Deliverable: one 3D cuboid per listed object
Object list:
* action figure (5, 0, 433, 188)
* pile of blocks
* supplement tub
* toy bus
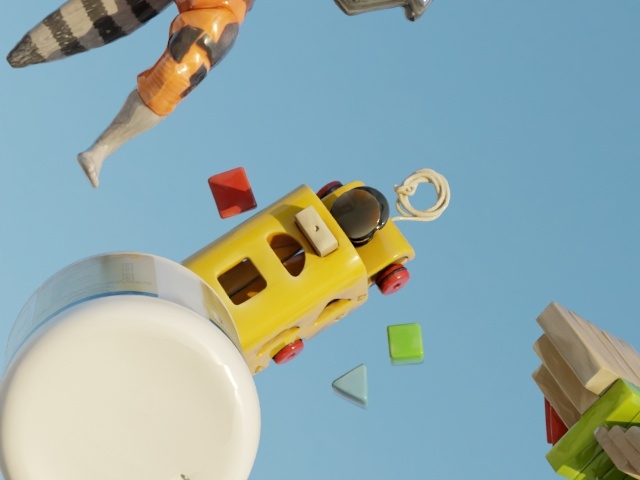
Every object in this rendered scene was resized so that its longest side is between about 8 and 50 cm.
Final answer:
[{"bbox_3d":[-0.093,-0.247,1.247,0.341,0.330,0.178,58,-9,1],"label":"action figure"},{"bbox_3d":[0.258,0.209,1.305,0.362,0.112,0.149,48,16,25],"label":"pile of blocks"},{"bbox_3d":[-0.113,0.086,1.054,0.144,0.144,0.199,58,0,-12],"label":"supplement tub"},{"bbox_3d":[-0.007,0.011,1.375,0.191,0.202,0.104,9,-18,5],"label":"toy bus"}]
